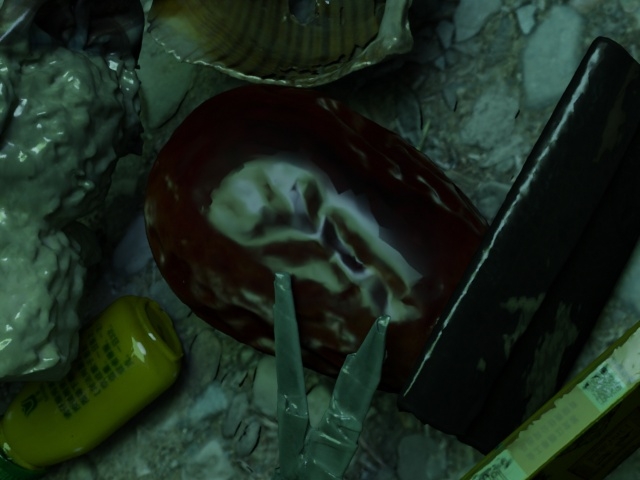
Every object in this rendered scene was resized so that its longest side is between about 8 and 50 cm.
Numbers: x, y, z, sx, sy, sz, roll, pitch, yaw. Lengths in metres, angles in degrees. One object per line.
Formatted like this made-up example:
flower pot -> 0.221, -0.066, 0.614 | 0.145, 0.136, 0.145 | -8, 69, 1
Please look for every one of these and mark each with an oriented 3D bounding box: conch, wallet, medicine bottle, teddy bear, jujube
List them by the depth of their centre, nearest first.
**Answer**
wallet -> 0.185, 0.017, 0.980 | 0.044, 0.170, 0.321 | 24, 84, 43
jujube -> 0.000, 0.000, 1.064 | 0.318, 0.223, 0.223 | 30, 87, 23
teddy bear -> -0.326, -0.042, 1.145 | 0.375, 0.327, 0.362 | -10, 79, 35
conch -> -0.001, -0.251, 1.152 | 0.324, 0.186, 0.263 | -24, 65, 25
medicine bottle -> -0.262, 0.175, 1.193 | 0.309, 0.076, 0.111 | -39, 46, 9

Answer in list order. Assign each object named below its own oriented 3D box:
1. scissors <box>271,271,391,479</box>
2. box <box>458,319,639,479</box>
scissors -> -0.017, 0.215, 0.996 | 0.256, 0.029, 0.383 | 15, 109, 30
box -> 0.189, 0.151, 0.942 | 0.279, 0.153, 0.041 | -43, 61, 7
